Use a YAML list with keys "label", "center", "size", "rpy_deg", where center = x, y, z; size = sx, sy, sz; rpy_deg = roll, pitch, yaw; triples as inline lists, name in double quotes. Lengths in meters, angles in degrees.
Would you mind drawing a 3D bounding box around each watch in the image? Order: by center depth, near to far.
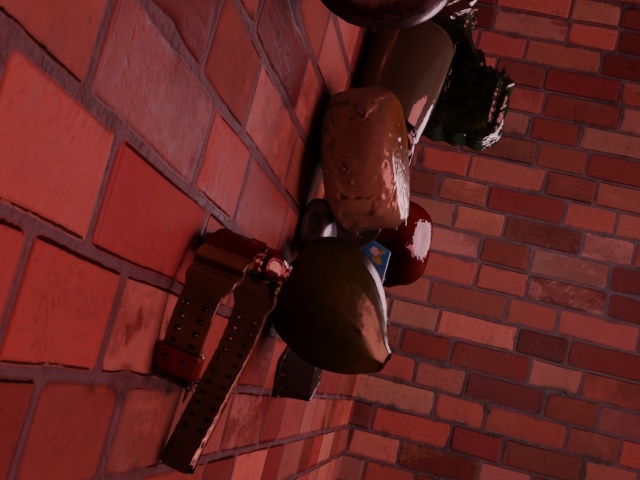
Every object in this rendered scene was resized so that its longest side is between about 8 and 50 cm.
- label: "watch"
  center: [-0.123, 0.119, 0.981]
  size: [0.268, 0.102, 0.165]
  rpy_deg: [-66, 161, -13]

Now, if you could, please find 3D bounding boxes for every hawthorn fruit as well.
- label: "hawthorn fruit"
  center: [0.166, -0.012, 2.121]
  size: [0.215, 0.215, 0.250]
  rpy_deg: [87, 14, -59]

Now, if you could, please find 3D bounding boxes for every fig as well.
- label: "fig"
  center: [0.031, 0.115, 1.444]
  size: [0.203, 0.225, 0.203]
  rpy_deg: [-48, 167, -15]

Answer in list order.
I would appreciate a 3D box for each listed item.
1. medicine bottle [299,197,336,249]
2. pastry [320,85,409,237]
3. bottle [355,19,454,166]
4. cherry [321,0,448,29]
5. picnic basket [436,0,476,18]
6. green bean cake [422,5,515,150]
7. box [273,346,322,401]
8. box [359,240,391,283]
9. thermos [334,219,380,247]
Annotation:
- label: "medicine bottle"
  center: [0.000, 0.000, 1.587]
  size: [0.208, 0.053, 0.090]
  rpy_deg: [72, 29, -70]
- label: "pastry"
  center: [0.076, -0.134, 1.504]
  size: [0.265, 0.133, 0.265]
  rpy_deg: [-4, 90, -80]
- label: "bottle"
  center: [0.139, -0.258, 1.734]
  size: [0.168, 0.168, 0.347]
  rpy_deg: [78, 29, -68]
- label: "cherry"
  center: [0.082, -0.390, 1.086]
  size: [0.296, 0.218, 0.255]
  rpy_deg: [-87, 180, -58]
- label: "picnic basket"
  center: [0.234, -0.509, 1.353]
  size: [0.293, 0.337, 0.337]
  rpy_deg: [-113, -160, -46]
- label: "green bean cake"
  center: [0.288, -0.382, 2.010]
  size: [0.169, 0.300, 0.308]
  rpy_deg: [35, 69, -80]
- label: "box"
  center: [-0.037, 0.244, 1.655]
  size: [0.122, 0.069, 0.084]
  rpy_deg: [-53, 155, -69]
- label: "box"
  center: [0.058, 0.104, 1.829]
  size: [0.139, 0.073, 0.194]
  rpy_deg: [-31, -148, 50]
- label: "thermos"
  center: [0.060, -0.053, 1.762]
  size: [0.193, 0.105, 0.137]
  rpy_deg: [131, -48, -89]
